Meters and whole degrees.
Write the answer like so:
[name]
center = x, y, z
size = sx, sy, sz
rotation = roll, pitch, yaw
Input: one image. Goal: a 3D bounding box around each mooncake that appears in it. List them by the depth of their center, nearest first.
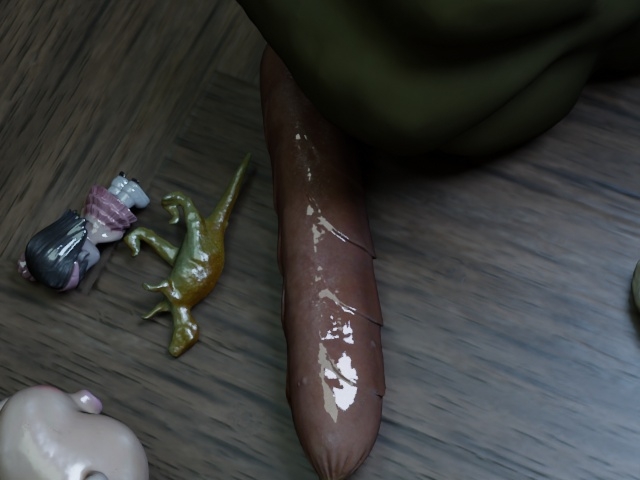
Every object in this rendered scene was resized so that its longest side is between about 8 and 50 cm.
[mooncake]
center = 0.163, -0.260, 1.090
size = 0.467, 0.467, 0.262
rotation = -33, 74, -5

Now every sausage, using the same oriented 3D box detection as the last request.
[sausage]
center = 0.001, -0.001, 1.198
size = 0.088, 0.088, 0.433
rotation = -9, 66, 7

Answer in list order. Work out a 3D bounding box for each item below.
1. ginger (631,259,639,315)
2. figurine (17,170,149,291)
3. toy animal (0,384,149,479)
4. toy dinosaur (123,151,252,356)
[ginger]
center = 0.382, 0.116, 1.074
size = 0.333, 0.080, 0.166
rotation = 20, 60, 15
[figurine]
center = -0.215, -0.010, 1.260
size = 0.072, 0.054, 0.129
rotation = 28, 71, 41
[toy animal]
center = -0.259, 0.192, 1.122
size = 0.248, 0.165, 0.149
rotation = -4, 70, 16
[toy dinosaur]
center = -0.097, 0.011, 1.240
size = 0.162, 0.039, 0.126
rotation = -32, 74, -7
